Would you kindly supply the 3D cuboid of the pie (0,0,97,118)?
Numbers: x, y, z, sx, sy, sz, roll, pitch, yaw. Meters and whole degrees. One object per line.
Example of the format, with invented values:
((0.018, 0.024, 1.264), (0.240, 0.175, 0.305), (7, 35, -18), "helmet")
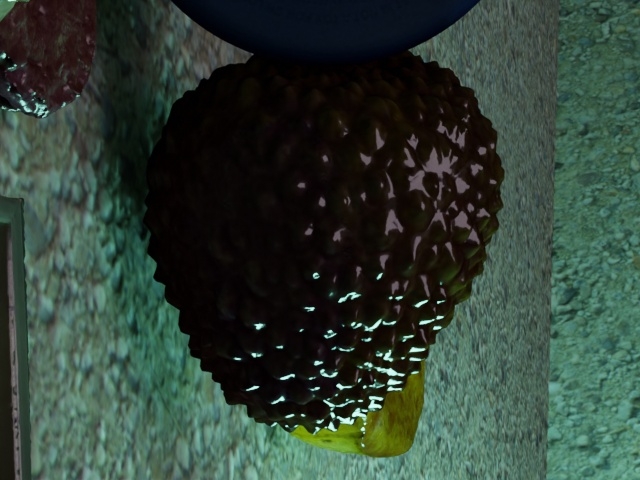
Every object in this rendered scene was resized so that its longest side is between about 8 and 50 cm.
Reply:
((-0.168, -0.143, 0.980), (0.154, 0.036, 0.154), (-4, 90, -72), "pie")

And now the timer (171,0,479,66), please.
((-0.011, -0.285, 1.235), (0.383, 0.270, 0.270), (-110, -169, -73), "timer")

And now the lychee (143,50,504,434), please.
((0.000, 0.000, 1.191), (0.271, 0.271, 0.271), (-4, 90, -75), "lychee")

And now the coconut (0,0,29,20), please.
((-0.157, -0.215, 0.404), (0.415, 0.415, 0.344), (-76, 180, -47), "coconut")

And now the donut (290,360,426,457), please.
((0.017, 0.046, 1.474), (0.303, 0.110, 0.303), (-2, 90, -76), "donut")

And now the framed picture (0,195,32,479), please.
((-0.194, 0.103, 0.865), (0.217, 0.017, 0.274), (21, 66, -73), "framed picture")
